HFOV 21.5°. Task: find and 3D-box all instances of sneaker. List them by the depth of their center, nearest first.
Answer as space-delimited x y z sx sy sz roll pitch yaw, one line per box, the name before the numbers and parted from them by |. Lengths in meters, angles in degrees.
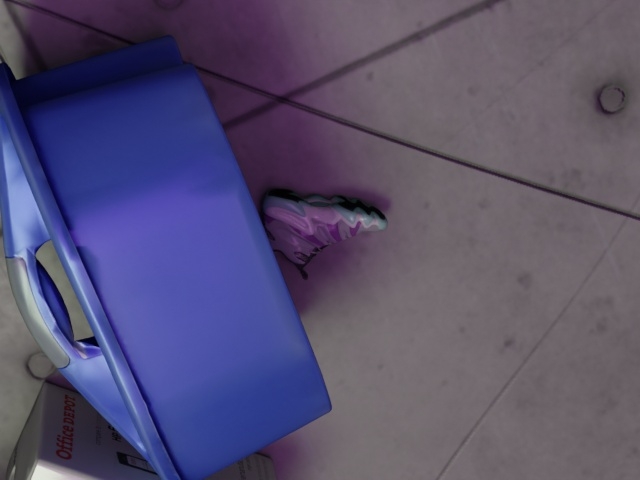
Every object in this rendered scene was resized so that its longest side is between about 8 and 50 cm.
sneaker | 0.000 0.000 1.318 0.098 0.038 0.069 10 109 0

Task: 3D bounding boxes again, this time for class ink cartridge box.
ink cartridge box | -0.138 0.203 1.309 0.203 0.148 0.086 21 105 -14

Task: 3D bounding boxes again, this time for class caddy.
caddy | -0.130 0.019 1.202 0.179 0.241 0.341 -23 109 -6
